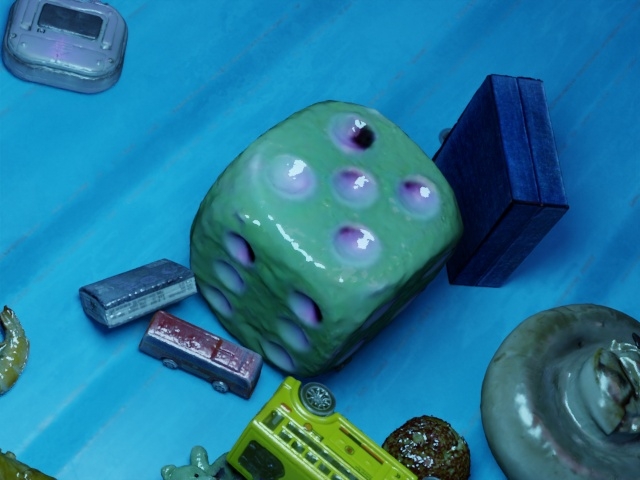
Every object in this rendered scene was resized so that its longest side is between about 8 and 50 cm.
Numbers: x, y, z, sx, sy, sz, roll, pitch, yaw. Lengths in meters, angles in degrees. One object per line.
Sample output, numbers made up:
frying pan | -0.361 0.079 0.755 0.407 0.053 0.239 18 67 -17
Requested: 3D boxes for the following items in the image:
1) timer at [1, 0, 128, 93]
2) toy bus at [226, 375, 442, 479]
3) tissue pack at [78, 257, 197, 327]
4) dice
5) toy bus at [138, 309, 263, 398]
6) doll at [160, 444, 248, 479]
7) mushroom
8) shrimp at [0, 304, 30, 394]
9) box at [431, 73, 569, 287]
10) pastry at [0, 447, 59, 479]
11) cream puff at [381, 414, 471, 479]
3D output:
timer | -0.444 -0.351 2.069 0.209 0.069 0.190 10 55 -11
toy bus | 0.033 0.359 1.731 0.330 0.144 0.152 38 40 8
tissue pack | -0.284 0.078 1.840 0.156 0.112 0.051 -20 111 -27
dice | 0.000 0.000 1.847 0.318 0.322 0.330 46 58 11
toy bus | -0.182 0.175 1.831 0.192 0.077 0.065 24 59 -1
doll | -0.157 0.351 1.742 0.150 0.077 0.115 -18 77 -38
mushroom | 0.435 0.260 1.848 0.362 0.294 0.362 8 60 -15
shrimp | -0.504 0.150 1.767 0.133 0.052 0.187 3 66 -30
box | 0.299 -0.097 2.029 0.116 0.279 0.261 4 60 -18
pastry | -0.461 0.393 1.560 0.311 0.162 0.255 35 40 -10
cream puff | 0.170 0.334 1.846 0.149 0.084 0.149 9 58 -15
